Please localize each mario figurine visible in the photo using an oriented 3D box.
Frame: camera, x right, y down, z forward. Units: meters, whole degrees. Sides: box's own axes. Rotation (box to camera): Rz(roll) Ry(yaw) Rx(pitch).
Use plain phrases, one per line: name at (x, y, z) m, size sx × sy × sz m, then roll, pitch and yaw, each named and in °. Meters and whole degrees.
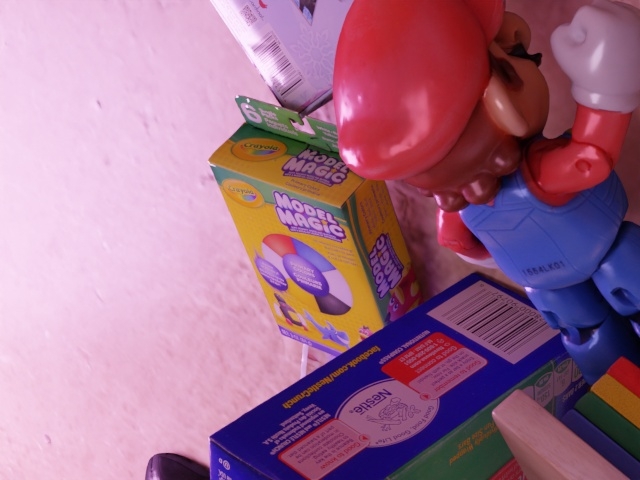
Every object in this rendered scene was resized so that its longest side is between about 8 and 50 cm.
mario figurine at (0.142, -0.054, 0.988) m, size 0.198 × 0.170 × 0.320 m, roll -37°, pitch 113°, yaw 16°

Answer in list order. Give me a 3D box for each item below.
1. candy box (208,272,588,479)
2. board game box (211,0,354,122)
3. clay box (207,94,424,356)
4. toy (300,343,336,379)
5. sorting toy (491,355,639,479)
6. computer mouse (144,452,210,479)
candy box at (0.058, 0.223, 1.151) m, size 0.122 × 0.268 × 0.317 m, roll 30°, pitch 134°, yaw 35°
board game box at (-0.005, -0.278, 1.035) m, size 0.319 × 0.066 × 0.318 m, roll 56°, pitch 141°, yaw -2°
clay box at (0.000, 0.000, 1.182) m, size 0.127 × 0.053 × 0.222 m, roll 19°, pitch 147°, yaw 36°
toy at (0.032, 0.205, 1.305) m, size 0.136 × 0.056 × 0.237 m, roll 17°, pitch 118°, yaw 22°
sorting toy at (0.250, 0.206, 0.978) m, size 0.257 × 0.089 × 0.255 m, roll 39°, pitch 168°, yaw 42°
computer mouse at (-0.078, 0.254, 1.471) m, size 0.262 × 0.060 × 0.184 m, roll 29°, pitch 134°, yaw 28°
